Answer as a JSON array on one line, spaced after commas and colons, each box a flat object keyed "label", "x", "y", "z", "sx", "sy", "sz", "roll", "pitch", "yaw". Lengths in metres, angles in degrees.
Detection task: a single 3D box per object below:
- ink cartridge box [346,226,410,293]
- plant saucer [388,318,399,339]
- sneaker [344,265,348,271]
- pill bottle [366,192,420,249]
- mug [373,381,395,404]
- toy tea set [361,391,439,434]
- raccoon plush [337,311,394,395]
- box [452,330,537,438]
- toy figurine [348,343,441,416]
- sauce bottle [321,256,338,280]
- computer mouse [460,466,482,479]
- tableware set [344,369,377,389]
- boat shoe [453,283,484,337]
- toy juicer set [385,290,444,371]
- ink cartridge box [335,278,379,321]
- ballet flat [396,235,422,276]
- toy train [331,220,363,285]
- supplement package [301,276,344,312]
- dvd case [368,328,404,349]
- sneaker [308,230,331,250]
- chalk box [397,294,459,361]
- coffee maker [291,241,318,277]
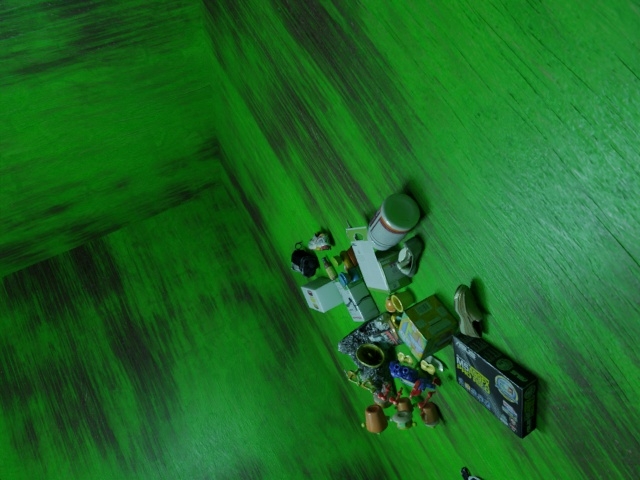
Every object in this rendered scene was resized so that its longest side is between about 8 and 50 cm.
[{"label": "ink cartridge box", "x": 0.209, "y": 0.057, "z": 1.680, "sx": 0.255, "sy": 0.097, "sz": 0.188, "roll": 70, "pitch": 162, "yaw": -6}, {"label": "plant saucer", "x": 0.282, "y": 0.344, "z": 1.756, "sx": 0.083, "sy": 0.013, "sz": 0.084, "roll": -23, "pitch": -90, "yaw": -90}, {"label": "sneaker", "x": 0.141, "y": 0.122, "z": 2.040, "sx": 0.067, "sy": 0.042, "sz": 0.118, "roll": 59, "pitch": 159, "yaw": 29}, {"label": "pill bottle", "x": 0.223, "y": -0.052, "z": 1.450, "sx": 0.121, "sy": 0.121, "sz": 0.221, "roll": 60, "pitch": 162, "yaw": 13}, {"label": "mug", "x": 0.299, "y": 0.724, "z": 2.285, "sx": 0.150, "sy": 0.113, "sz": 0.169, "roll": 34, "pitch": 141, "yaw": 55}, {"label": "toy tea set", "x": 0.345, "y": 0.768, "z": 1.957, "sx": 0.336, "sy": 0.200, "sz": 0.124, "roll": -6, "pitch": 102, "yaw": 44}, {"label": "raccoon plush", "x": 0.250, "y": 0.515, "z": 1.999, "sx": 0.299, "sy": 0.216, "sz": 0.446, "roll": 54, "pitch": 163, "yaw": 9}, {"label": "box", "x": 0.512, "y": 0.417, "z": 1.355, "sx": 0.270, "sy": 0.060, "sz": 0.216, "roll": 39, "pitch": 149, "yaw": 54}, {"label": "toy figurine", "x": 0.323, "y": 0.557, "z": 1.815, "sx": 0.362, "sy": 0.191, "sz": 0.217, "roll": 11, "pitch": 163, "yaw": 38}, {"label": "sauce bottle", "x": 0.045, "y": 0.143, "z": 2.342, "sx": 0.128, "sy": 0.042, "sz": 0.042, "roll": 63, "pitch": 162, "yaw": 11}, {"label": "computer mouse", "x": 0.625, "y": 0.974, "z": 1.810, "sx": 0.193, "sy": 0.042, "sz": 0.106, "roll": 126, "pitch": 122, "yaw": -76}, {"label": "tableware set", "x": 0.182, "y": 0.626, "z": 2.045, "sx": 0.154, "sy": 0.024, "sz": 0.104, "roll": 6, "pitch": 131, "yaw": 44}, {"label": "boat shoe", "x": 0.436, "y": 0.205, "z": 1.306, "sx": 0.072, "sy": 0.068, "sz": 0.190, "roll": 22, "pitch": 146, "yaw": 47}, {"label": "toy juicer set", "x": 0.329, "y": 0.352, "z": 1.739, "sx": 0.329, "sy": 0.089, "sz": 0.209, "roll": 65, "pitch": 162, "yaw": 0}, {"label": "ink cartridge box", "x": 0.165, "y": 0.262, "z": 2.084, "sx": 0.209, "sy": 0.086, "sz": 0.153, "roll": 63, "pitch": 163, "yaw": 3}, {"label": "ballet flat", "x": 0.285, "y": 0.064, "z": 1.516, "sx": 0.072, "sy": 0.068, "sz": 0.213, "roll": 54, "pitch": 160, "yaw": 30}, {"label": "toy train", "x": 0.105, "y": 0.057, "z": 1.890, "sx": 0.248, "sy": 0.143, "sz": 0.105, "roll": 63, "pitch": 162, "yaw": 6}, {"label": "supplement package", "x": 0.008, "y": 0.293, "z": 2.492, "sx": 0.139, "sy": 0.133, "sz": 0.244, "roll": 66, "pitch": 162, "yaw": -6}, {"label": "dvd case", "x": 0.267, "y": 0.402, "z": 1.846, "sx": 0.119, "sy": 0.013, "sz": 0.087, "roll": -28, "pitch": 112, "yaw": 30}, {"label": "sneaker", "x": 0.000, "y": 0.000, "z": 2.245, "sx": 0.225, "sy": 0.088, "sz": 0.093, "roll": -178, "pitch": 85, "yaw": -70}, {"label": "chalk box", "x": 0.356, "y": 0.310, "z": 1.541, "sx": 0.132, "sy": 0.132, "sz": 0.213, "roll": 53, "pitch": 160, "yaw": 33}, {"label": "coffee maker", "x": -0.097, "y": 0.111, "z": 2.573, "sx": 0.178, "sy": 0.120, "sz": 0.171, "roll": 17, "pitch": 129, "yaw": 66}]
